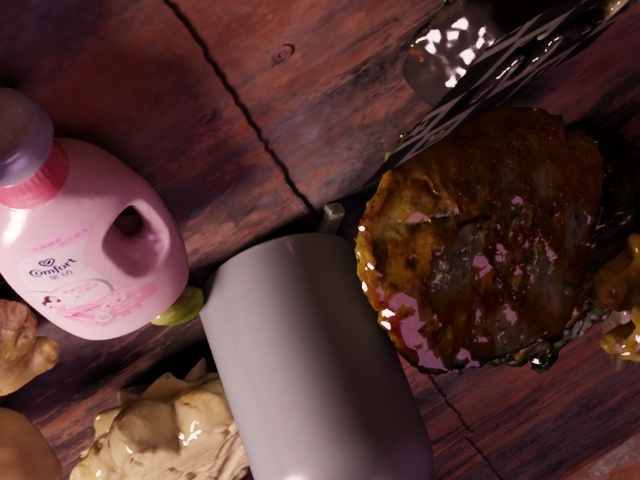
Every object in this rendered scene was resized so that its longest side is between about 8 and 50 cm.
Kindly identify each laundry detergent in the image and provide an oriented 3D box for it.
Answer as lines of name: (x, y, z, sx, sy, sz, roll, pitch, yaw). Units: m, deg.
laundry detergent: (-0.222, -0.016, 1.011, 0.159, 0.088, 0.335, -31, 153, -6)

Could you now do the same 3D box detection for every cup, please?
cup: (-0.003, 0.171, 1.287, 0.205, 0.312, 0.205, -16, 149, -10)

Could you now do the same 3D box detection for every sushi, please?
sushi: (0.311, 0.013, 1.534, 0.294, 0.178, 0.352, 6, 133, -49)
sushi: (0.195, -0.229, 1.104, 0.373, 0.100, 0.296, -33, 173, -29)

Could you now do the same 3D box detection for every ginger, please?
ginger: (-0.343, 0.095, 1.090, 0.137, 0.074, 0.213, -34, 147, 3)

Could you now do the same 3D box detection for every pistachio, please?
pistachio: (-0.397, 0.263, 1.219, 0.229, 0.157, 0.157, -7, 145, -25)

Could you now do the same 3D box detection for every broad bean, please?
broad bean: (-0.163, 0.073, 1.274, 0.063, 0.045, 0.083, -40, 160, 17)

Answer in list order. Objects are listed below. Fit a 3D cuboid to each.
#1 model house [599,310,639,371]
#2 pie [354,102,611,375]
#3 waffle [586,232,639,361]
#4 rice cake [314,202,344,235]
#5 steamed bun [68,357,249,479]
model house: (0.598, 0.121, 2.080, 0.188, 0.122, 0.229, -31, 150, -9)
pie: (0.180, -0.008, 1.277, 0.354, 0.103, 0.289, -16, 104, -30)
waffle: (0.493, 0.071, 1.477, 0.261, 0.151, 0.324, -39, 148, 13)
rice cake: (0.000, 0.000, 1.349, 0.022, 0.022, 0.121, -4, 142, -27)
steamed bun: (-0.189, 0.245, 1.438, 0.295, 0.137, 0.292, -35, 155, 18)
